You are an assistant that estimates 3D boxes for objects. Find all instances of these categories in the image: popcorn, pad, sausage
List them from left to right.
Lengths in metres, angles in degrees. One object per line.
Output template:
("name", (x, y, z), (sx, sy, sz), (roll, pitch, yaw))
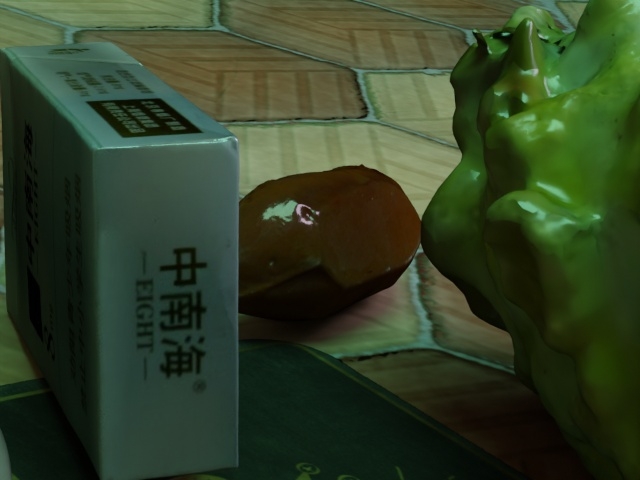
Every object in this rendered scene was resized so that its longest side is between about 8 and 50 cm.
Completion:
("pad", (-0.006, 0.111, 0.750), (0.315, 0.063, 0.375), (-11, 28, -42))
("sausage", (0.000, 0.000, 1.009), (0.089, 0.089, 0.179), (19, 20, 23))
("popcorn", (0.204, 0.004, 0.835), (0.312, 0.312, 0.312), (9, 21, -3))

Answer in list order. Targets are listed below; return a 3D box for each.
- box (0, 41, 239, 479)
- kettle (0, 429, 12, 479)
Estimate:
("box", (-0.102, -0.001, 0.829), (0.067, 0.155, 0.243), (-3, 18, -19))
("kettle", (-0.145, 0.130, 0.448), (0.243, 0.211, 0.160), (11, -9, 12))
